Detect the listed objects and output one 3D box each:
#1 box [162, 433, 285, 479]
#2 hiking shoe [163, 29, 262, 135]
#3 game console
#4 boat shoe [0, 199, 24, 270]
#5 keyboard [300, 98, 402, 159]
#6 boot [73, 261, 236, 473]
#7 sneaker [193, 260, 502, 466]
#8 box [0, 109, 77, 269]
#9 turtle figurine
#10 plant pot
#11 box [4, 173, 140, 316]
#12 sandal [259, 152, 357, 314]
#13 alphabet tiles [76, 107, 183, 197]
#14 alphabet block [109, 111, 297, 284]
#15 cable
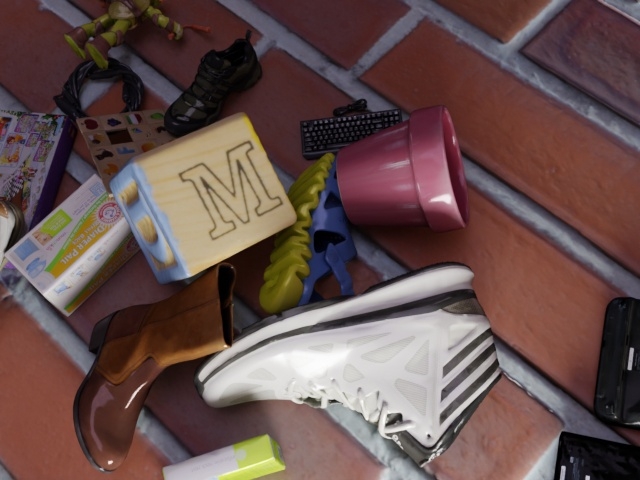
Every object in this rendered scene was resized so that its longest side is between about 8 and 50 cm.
[{"bbox_3d":[-0.147,0.333,1.248,0.178,0.109,0.042,-17,68,0],"label":"box"},{"bbox_3d":[-0.202,-0.284,1.536,0.086,0.114,0.227,33,66,22],"label":"hiking shoe"},{"bbox_3d":[0.460,0.253,1.234,0.213,0.044,0.361,11,67,11],"label":"game console"},{"bbox_3d":[-0.586,0.071,1.401,0.113,0.103,0.302,16,88,11],"label":"boat shoe"},{"bbox_3d":[0.054,-0.202,1.520,0.180,0.023,0.108,-6,64,5],"label":"keyboard"},{"bbox_3d":[-0.230,0.191,1.277,0.281,0.096,0.264,-22,45,30],"label":"boot"},{"bbox_3d":[0.047,0.218,1.242,0.448,0.169,0.257,-20,70,5],"label":"sneaker"},{"bbox_3d":[-0.576,-0.098,1.543,0.201,0.057,0.293,7,66,10],"label":"box"},{"bbox_3d":[-0.360,-0.419,1.631,0.270,0.087,0.217,33,64,19],"label":"turtle figurine"},{"bbox_3d":[0.129,-0.103,1.374,0.180,0.201,0.201,-10,63,17],"label":"plant pot"},{"bbox_3d":[-0.399,0.007,1.442,0.114,0.103,0.203,39,75,22],"label":"box"},{"bbox_3d":[0.000,0.000,1.395,0.138,0.126,0.317,26,58,-20],"label":"sandal"},{"bbox_3d":[-0.291,-0.146,1.488,0.198,0.009,0.237,-12,52,-26],"label":"alphabet tiles"},{"bbox_3d":[-0.186,-0.062,1.339,0.197,0.192,0.193,-28,96,-24],"label":"alphabet block"},{"bbox_3d":[-0.401,-0.266,1.610,0.184,0.047,0.150,37,70,26],"label":"cable"}]
